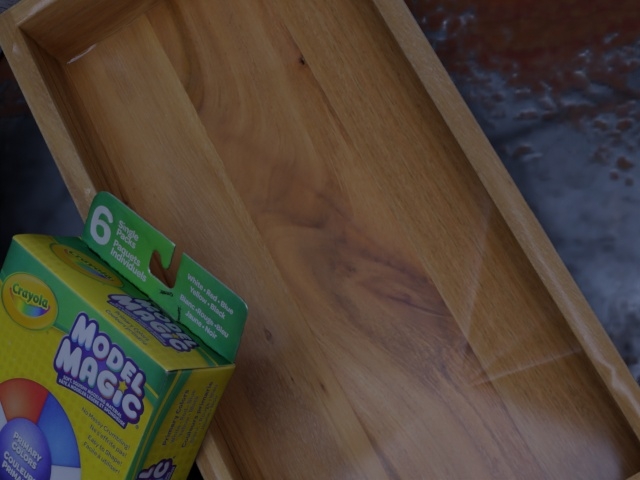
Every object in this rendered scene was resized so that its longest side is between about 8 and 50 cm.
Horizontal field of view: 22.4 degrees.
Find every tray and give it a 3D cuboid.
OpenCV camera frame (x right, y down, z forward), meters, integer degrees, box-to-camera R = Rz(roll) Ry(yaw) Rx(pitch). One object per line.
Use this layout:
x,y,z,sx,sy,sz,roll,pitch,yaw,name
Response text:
0.000,0.000,0.834,0.203,0.076,0.411,-32,66,7,tray

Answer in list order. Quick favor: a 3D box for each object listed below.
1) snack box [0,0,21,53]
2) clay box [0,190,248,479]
-0.240,-0.178,0.981,0.141,0.037,0.100,29,100,25,snack box
-0.126,0.097,0.802,0.127,0.053,0.222,35,113,34,clay box
